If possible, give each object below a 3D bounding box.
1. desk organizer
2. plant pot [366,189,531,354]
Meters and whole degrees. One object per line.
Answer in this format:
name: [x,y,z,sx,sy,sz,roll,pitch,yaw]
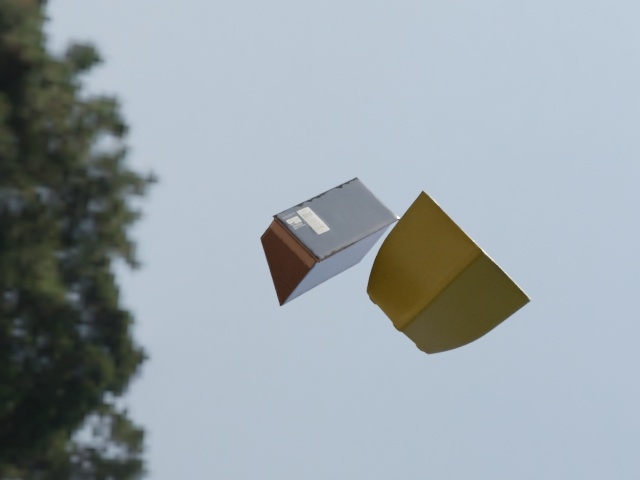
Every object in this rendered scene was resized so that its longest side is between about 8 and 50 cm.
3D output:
desk organizer: [0.000,0.000,1.389,0.047,0.130,0.050,45,-61,11]
plant pot: [0.083,0.032,1.379,0.083,0.081,0.081,-44,-134,3]
